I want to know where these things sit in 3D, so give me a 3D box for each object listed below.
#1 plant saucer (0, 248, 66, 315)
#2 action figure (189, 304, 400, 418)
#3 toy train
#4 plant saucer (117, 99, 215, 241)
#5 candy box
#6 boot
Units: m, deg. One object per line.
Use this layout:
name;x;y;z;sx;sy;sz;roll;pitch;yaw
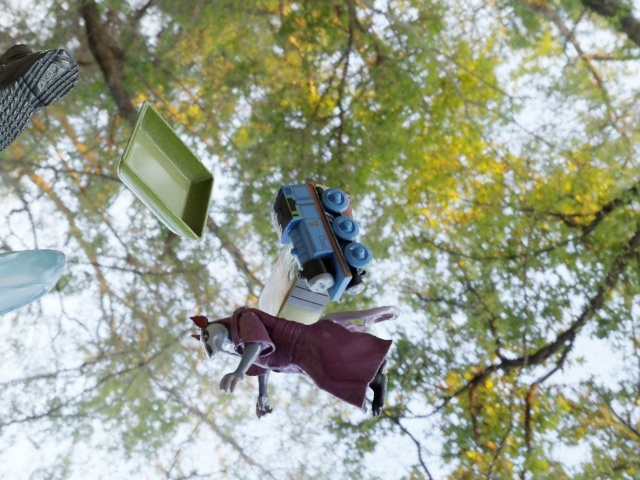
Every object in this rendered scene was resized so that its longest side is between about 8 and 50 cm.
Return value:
plant saucer;-0.513;0.086;1.084;0.317;0.317;0.044;-23;-96;28
action figure;-0.052;0.181;1.365;0.248;0.369;0.276;109;1;-73
toy train;0.000;0.000;1.093;0.080;0.105;0.184;116;-40;-51
plant saucer;-0.255;-0.106;1.249;0.045;0.188;0.188;-27;-147;21
candy box;-0.033;0.069;1.518;0.183;0.087;0.317;-95;-154;-55
boot;-0.464;-0.190;1.067;0.161;0.084;0.246;14;-132;42
